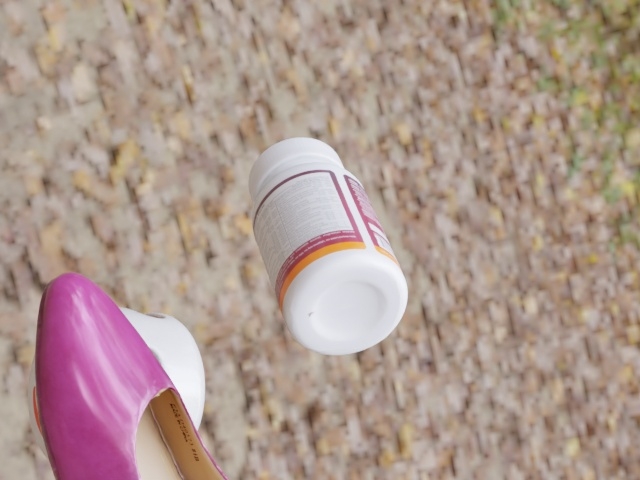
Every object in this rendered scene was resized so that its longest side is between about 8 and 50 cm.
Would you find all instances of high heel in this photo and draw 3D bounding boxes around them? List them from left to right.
[{"bbox_3d":[-0.050,0.178,1.044,0.377,0.181,0.127,67,24,-9],"label":"high heel"}]

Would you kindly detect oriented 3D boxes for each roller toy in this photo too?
[{"bbox_3d":[-0.239,0.168,1.800,0.146,0.191,0.209,10,32,-40],"label":"roller toy"}]

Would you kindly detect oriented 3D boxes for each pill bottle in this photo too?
[{"bbox_3d":[0.000,0.000,1.553,0.121,0.121,0.221,55,8,-38],"label":"pill bottle"}]
